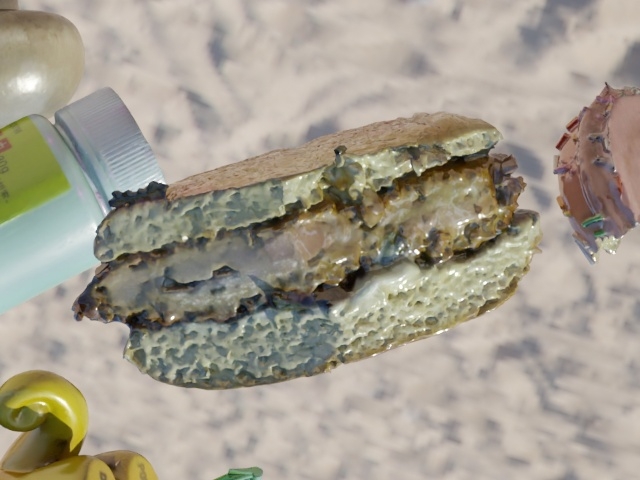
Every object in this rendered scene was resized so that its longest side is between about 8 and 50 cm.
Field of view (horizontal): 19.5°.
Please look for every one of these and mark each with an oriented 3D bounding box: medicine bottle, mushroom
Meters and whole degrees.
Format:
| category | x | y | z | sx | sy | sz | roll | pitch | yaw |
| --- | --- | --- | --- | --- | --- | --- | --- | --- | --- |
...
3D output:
| category | x | y | z | sx | sy | sz | roll | pitch | yaw |
| --- | --- | --- | --- | --- | --- | --- | --- | --- | --- |
| medicine bottle | -0.249 | -0.025 | 1.549 | 0.139 | 0.225 | 0.139 | 58 | 168 | 20 |
| mushroom | -0.319 | -0.201 | 1.744 | 0.204 | 0.204 | 0.204 | 17 | 159 | 7 |

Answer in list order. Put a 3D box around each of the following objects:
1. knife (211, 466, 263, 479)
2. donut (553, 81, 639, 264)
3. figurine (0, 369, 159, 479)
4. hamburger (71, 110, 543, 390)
| category | x | y | z | sx | sy | sz | roll | pitch | yaw |
| --- | --- | --- | --- | --- | --- | --- | --- | --- | --- |
| knife | -0.116 | 0.177 | 1.143 | 0.166 | 0.022 | 0.078 | -11 | 137 | -26 |
| donut | 0.224 | -0.058 | 1.367 | 0.065 | 0.117 | 0.166 | -30 | 174 | 41 |
| figurine | -0.180 | 0.134 | 0.731 | 0.246 | 0.131 | 0.156 | -22 | 169 | 16 |
| hamburger | 0.000 | 0.000 | 1.292 | 0.282 | 0.245 | 0.155 | -7 | 104 | 25 |
